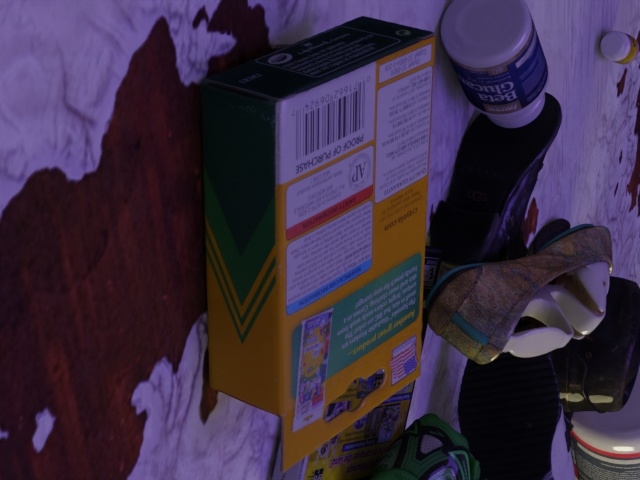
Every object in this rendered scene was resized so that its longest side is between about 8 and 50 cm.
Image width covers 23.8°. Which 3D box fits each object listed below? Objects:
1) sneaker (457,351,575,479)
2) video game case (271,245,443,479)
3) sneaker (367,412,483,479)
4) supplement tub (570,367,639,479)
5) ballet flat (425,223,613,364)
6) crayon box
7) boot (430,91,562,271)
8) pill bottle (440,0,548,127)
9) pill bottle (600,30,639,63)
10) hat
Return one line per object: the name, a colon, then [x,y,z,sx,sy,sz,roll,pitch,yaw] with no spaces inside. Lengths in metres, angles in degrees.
sneaker: [0.241,0.250,1.815,0.146,0.122,0.330,-37,120,-73]
video game case: [0.041,0.122,1.505,0.275,0.035,0.248,6,96,-67]
sneaker: [0.127,0.296,1.600,0.146,0.134,0.343,-52,158,-18]
supplement tub: [0.487,0.309,2.413,0.191,0.191,0.272,-62,153,-31]
ballet flat: [0.249,0.066,1.677,0.348,0.123,0.123,-14,115,-51]
crayon box: [0.000,0.000,1.245,0.203,0.083,0.323,-29,128,-46]
boot: [0.209,-0.021,1.759,0.263,0.091,0.229,-59,153,-15]
pill bottle: [0.189,-0.187,1.604,0.094,0.094,0.169,-70,155,-17]
pill bottle: [0.421,-0.273,2.148,0.083,0.043,0.043,-5,107,-66]
hat: [0.378,0.134,2.088,0.331,0.134,0.331,-1,90,-68]
